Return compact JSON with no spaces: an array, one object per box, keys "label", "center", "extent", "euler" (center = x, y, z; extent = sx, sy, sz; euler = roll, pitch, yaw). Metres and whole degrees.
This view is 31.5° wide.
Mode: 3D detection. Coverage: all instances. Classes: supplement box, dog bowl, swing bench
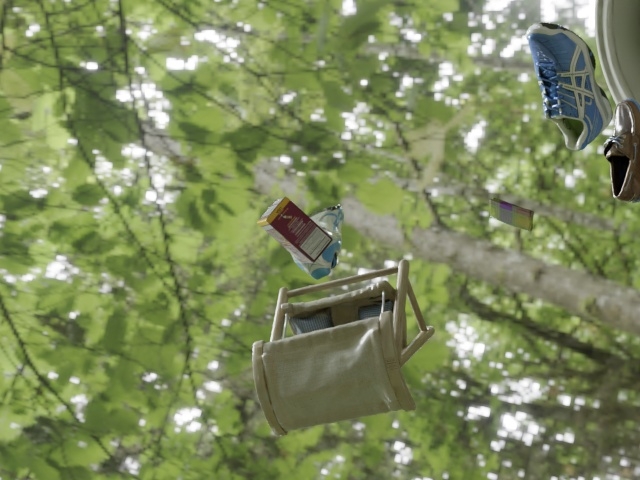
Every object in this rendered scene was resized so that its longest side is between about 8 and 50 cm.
[{"label":"supplement box","center":[-0.033,-0.013,1.444],"extent":[0.083,0.055,0.043],"euler":[43,-103,-11]},{"label":"dog bowl","center":[0.644,-0.348,1.935],"extent":[0.150,0.408,0.408],"euler":[-17,-68,-16]},{"label":"swing bench","center":[0.037,0.182,1.924],"extent":[0.254,0.253,0.165],"euler":[-62,-46,-60]}]

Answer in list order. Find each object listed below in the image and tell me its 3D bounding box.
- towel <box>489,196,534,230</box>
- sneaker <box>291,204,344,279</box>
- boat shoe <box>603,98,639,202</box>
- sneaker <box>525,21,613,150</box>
[{"label":"towel","center":[0.344,-0.047,2.037],"extent":[0.009,0.083,0.060],"euler":[-57,-27,-29]},{"label":"sneaker","center":[0.000,0.000,1.913],"extent":[0.237,0.085,0.086],"euler":[-62,-49,-69]},{"label":"boat shoe","center":[0.530,-0.157,1.961],"extent":[0.066,0.066,0.183],"euler":[-2,-98,-28]},{"label":"sneaker","center":[0.353,-0.220,1.624],"extent":[0.211,0.080,0.081],"euler":[52,-121,-28]}]
